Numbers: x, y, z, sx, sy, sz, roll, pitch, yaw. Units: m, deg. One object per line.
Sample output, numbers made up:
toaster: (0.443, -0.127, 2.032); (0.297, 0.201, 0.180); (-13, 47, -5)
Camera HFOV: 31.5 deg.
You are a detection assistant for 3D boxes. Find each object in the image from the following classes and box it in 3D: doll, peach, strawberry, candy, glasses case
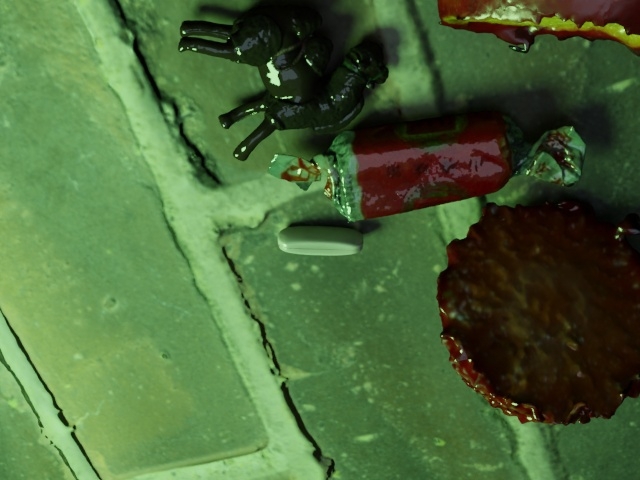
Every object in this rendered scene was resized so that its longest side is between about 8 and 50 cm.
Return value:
doll: (-0.026, -0.149, 0.999); (0.165, 0.057, 0.139); (-19, 118, 4)
peach: (0.198, -0.212, 0.869); (0.226, 0.190, 0.196); (-37, 123, 15)
strawberry: (0.204, 0.083, 1.087); (0.234, 0.233, 0.178); (12, 153, -5)
candy: (0.096, -0.070, 1.039); (0.292, 0.059, 0.086); (-8, 120, 6)
glasses case: (0.000, 0.000, 1.102); (0.083, 0.032, 0.021); (1, 125, 1)
